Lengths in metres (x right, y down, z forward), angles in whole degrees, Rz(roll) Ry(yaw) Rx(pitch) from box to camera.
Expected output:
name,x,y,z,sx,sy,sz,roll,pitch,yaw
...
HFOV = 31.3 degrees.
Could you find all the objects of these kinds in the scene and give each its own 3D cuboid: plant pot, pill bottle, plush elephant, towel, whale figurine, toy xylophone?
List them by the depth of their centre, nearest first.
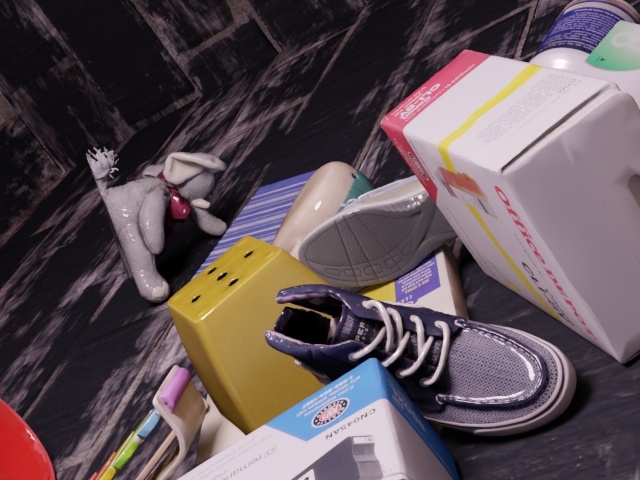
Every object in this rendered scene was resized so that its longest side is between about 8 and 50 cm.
name,x,y,z,sx,sy,sz,roll,pitch,yaw
plant pot,-0.075,0.114,1.484,0.212,0.187,0.212,-40,20,-13
toy xylophone,-0.258,0.306,1.529,0.322,0.081,0.236,-50,5,9
pill bottle,0.396,-0.253,1.747,0.153,0.153,0.264,-17,27,42
plant pot,-0.602,0.387,1.806,0.243,0.275,0.275,-43,19,5
whale figurine,0.000,0.000,1.905,0.272,0.141,0.216,-54,10,28
towel,-0.102,-0.019,2.221,0.243,0.040,0.336,-16,30,40
plush elephant,-0.312,-0.072,2.369,0.255,0.330,0.272,-21,9,-12

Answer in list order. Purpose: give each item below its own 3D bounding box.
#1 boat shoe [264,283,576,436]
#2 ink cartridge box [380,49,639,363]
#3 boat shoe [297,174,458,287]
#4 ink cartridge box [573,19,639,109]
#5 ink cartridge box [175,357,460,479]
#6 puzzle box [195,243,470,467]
name,x,y,z,sx,sy,sz,roll,pitch,yaw
boat shoe,0.096,0.126,1.250,0.341,0.158,0.127,3,70,35
ink cartridge box,0.258,-0.056,1.341,0.160,0.279,0.385,-38,20,-4
boat shoe,0.120,-0.032,1.617,0.320,0.118,0.103,-27,15,10
ink cartridge box,0.461,-0.207,1.550,0.225,0.056,0.181,22,57,37
ink cartridge box,0.000,0.325,1.070,0.285,0.166,0.395,-33,20,9
puzzle box,0.016,0.160,1.584,0.409,0.052,0.272,-30,20,14
